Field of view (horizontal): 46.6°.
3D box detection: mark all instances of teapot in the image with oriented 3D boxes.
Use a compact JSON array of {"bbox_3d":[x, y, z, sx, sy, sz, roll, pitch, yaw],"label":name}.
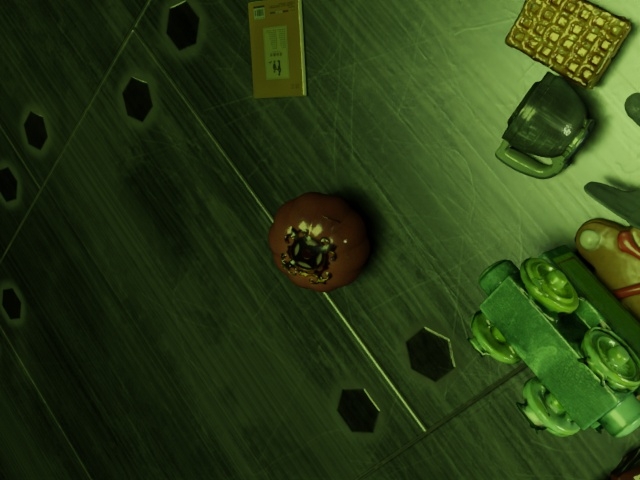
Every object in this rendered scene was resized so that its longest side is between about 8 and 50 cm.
[{"bbox_3d":[0.313,-0.148,1.037,0.108,0.111,0.149,36,115,8],"label":"teapot"}]

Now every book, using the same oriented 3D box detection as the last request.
[{"bbox_3d":[-0.078,-0.344,1.333,0.118,0.012,0.172,6,104,35],"label":"book"}]

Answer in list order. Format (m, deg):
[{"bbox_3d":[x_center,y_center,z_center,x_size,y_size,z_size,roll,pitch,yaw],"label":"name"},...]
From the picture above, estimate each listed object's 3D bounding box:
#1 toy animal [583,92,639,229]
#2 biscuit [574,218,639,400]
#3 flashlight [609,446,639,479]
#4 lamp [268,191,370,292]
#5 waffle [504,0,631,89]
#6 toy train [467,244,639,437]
[{"bbox_3d":[0.464,-0.090,0.935,0.239,0.176,0.256,-35,36,21],"label":"toy animal"},{"bbox_3d":[0.438,0.061,1.034,0.216,0.047,0.340,41,122,20],"label":"biscuit"},{"bbox_3d":[0.512,0.405,1.045,0.093,0.093,0.232,-41,82,35],"label":"flashlight"},{"bbox_3d":[0.000,0.000,1.290,0.181,0.140,0.182,10,119,19],"label":"lamp"},{"bbox_3d":[0.339,-0.286,1.022,0.148,0.042,0.103,38,119,23],"label":"waffle"},{"bbox_3d":[0.327,0.132,0.988,0.272,0.188,0.159,53,128,23],"label":"toy train"}]
